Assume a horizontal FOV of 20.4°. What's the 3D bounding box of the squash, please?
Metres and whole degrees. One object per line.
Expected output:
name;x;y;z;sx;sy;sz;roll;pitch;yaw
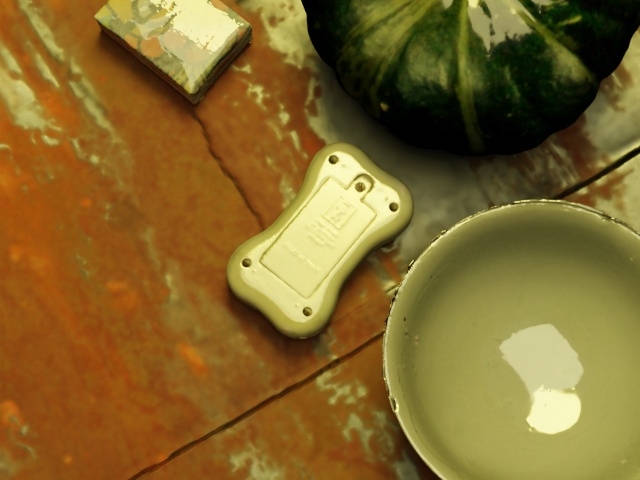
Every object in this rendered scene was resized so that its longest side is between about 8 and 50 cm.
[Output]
squash;0.091;-0.156;1.069;0.218;0.172;0.218;0;84;-4

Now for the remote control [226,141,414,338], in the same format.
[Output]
remote control;0.000;0.000;1.105;0.074;0.032;0.122;40;79;8

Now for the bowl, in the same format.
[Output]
bowl;0.127;0.076;1.063;0.189;0.086;0.189;1;77;-2

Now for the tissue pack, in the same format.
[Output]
tissue pack;-0.092;-0.137;1.133;0.083;0.035;0.063;38;80;8
